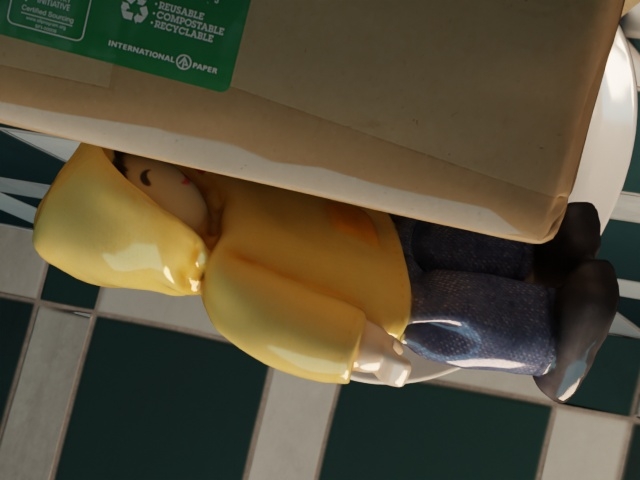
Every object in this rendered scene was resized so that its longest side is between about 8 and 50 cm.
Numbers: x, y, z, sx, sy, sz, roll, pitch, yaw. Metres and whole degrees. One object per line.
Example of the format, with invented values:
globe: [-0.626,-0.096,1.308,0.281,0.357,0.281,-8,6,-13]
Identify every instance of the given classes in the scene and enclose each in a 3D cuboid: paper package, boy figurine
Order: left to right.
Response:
paper package: [-0.028,-0.131,0.849,0.325,0.168,0.309,14,-169,1]
boy figurine: [0.000,0.000,0.902,0.285,0.177,0.092,14,127,-12]

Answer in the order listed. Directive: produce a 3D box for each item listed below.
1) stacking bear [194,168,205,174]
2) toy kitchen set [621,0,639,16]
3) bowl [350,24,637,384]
stacking bear: [-0.023,-0.093,1.403,0.175,0.164,0.289,42,-165,21]
toy kitchen set: [0.137,-0.157,1.032,0.068,0.083,0.075,56,-170,24]
bowl: [0.059,-0.063,1.190,0.298,0.298,0.134,21,-168,-42]
